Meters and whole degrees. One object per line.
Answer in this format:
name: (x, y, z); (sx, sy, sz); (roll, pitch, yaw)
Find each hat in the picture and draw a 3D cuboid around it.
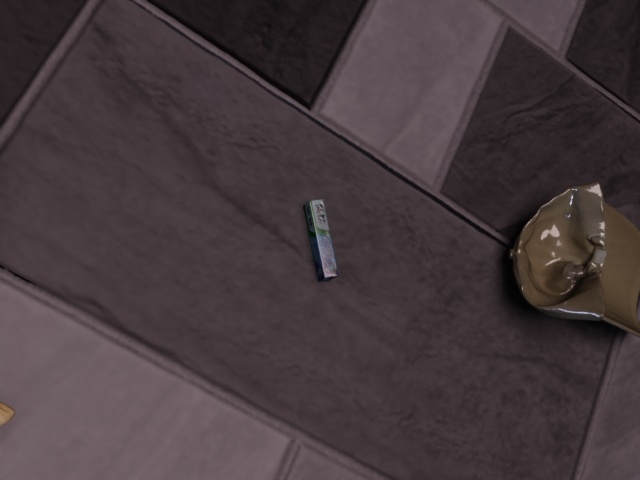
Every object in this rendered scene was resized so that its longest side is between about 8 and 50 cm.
hat: (0.305, 0.044, 1.041); (0.173, 0.144, 0.166); (56, 40, -53)

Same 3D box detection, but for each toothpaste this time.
toothpaste: (0.000, 0.000, 0.925); (0.017, 0.020, 0.083); (-8, 80, -22)

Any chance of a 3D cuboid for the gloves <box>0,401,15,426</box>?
gloves: (-0.328, 0.147, 0.706); (0.129, 0.106, 0.181); (-44, 125, -26)
